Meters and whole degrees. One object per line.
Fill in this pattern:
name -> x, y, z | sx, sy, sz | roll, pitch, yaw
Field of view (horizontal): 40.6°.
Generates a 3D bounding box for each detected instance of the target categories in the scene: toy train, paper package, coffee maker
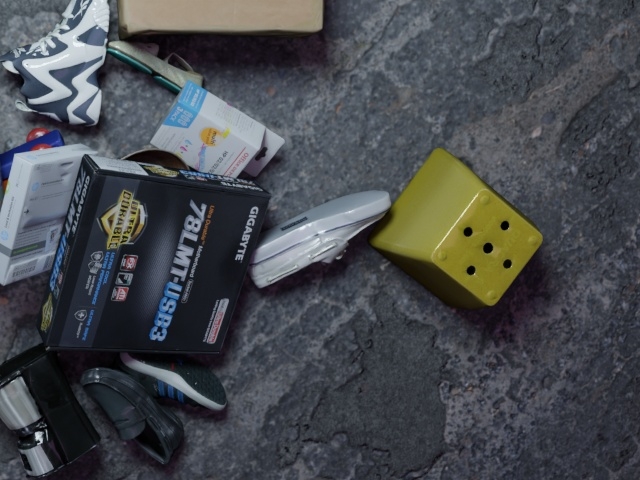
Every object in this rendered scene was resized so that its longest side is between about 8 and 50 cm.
toy train -> -0.482, -0.057, 1.312 | 0.248, 0.105, 0.143 | -26, 119, -8
paper package -> -0.147, -0.461, 1.273 | 0.310, 0.168, 0.324 | -3, 101, -14
coffee maker -> -0.423, 0.260, 1.371 | 0.171, 0.120, 0.178 | -26, 106, -9

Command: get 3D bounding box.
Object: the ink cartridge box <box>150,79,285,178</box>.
ink cartridge box -> -0.160, -0.156, 1.360 | 0.181, 0.061, 0.104 | 30, 131, -17

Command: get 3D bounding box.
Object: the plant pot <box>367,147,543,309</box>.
plant pot -> 0.242, -0.006, 1.448 | 0.212, 0.187, 0.212 | 37, 90, -17

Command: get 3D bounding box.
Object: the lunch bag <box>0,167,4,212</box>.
lunch bag -> -0.580, -0.093, 1.162 | 0.279, 0.108, 0.224 | -3, 111, -10

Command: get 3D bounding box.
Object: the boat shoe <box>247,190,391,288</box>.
boat shoe -> 0.000, 0.000, 1.439 | 0.268, 0.096, 0.088 | -25, 110, -7

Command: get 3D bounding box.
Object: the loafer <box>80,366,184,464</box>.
loafer -> -0.302, 0.282, 1.392 | 0.076, 0.078, 0.223 | -18, 131, 26

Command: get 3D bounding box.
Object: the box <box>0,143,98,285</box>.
box -> -0.394, -0.040, 1.228 | 0.038, 0.145, 0.186 | 27, 110, 14

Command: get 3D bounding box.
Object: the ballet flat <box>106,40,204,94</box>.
ballet flat -> -0.252, -0.274, 1.334 | 0.168, 0.057, 0.052 | 29, 82, -39

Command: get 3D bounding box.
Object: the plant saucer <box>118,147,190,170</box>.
plant saucer -> -0.288, -0.058, 1.346 | 0.199, 0.036, 0.198 | -29, 137, -31

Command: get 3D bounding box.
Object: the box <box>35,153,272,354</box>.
box -> -0.251, 0.032, 1.322 | 0.293, 0.073, 0.295 | 8, 111, -35

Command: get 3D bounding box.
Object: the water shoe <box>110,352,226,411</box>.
water shoe -> -0.252, 0.235, 1.447 | 0.203, 0.073, 0.080 | 34, 120, -20

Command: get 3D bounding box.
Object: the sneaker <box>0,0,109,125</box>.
sneaker -> -0.399, -0.292, 1.281 | 0.153, 0.094, 0.235 | 2, 110, -23
